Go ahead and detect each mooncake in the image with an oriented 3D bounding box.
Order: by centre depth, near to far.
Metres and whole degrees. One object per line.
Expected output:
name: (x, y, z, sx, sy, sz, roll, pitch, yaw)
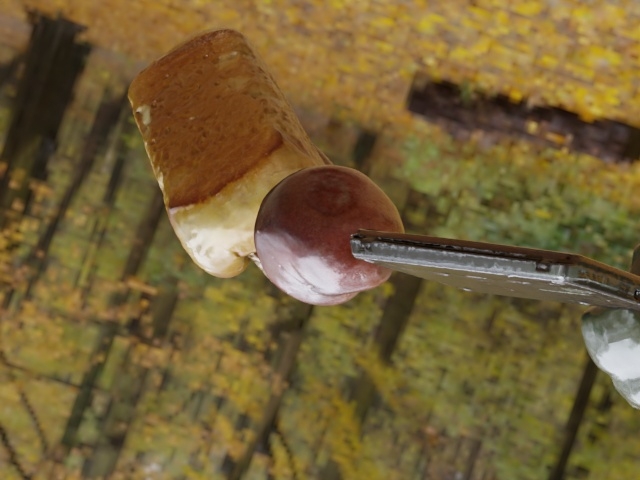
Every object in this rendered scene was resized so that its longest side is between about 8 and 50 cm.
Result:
mooncake: (0.311, 0.067, 1.376, 0.175, 0.168, 0.104, -2, 169, -41)

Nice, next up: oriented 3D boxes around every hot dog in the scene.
hot dog: (-0.092, -0.087, 1.887, 0.223, 0.185, 0.405, 52, -172, -37)

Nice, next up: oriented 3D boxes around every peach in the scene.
peach: (0.000, 0.000, 1.569, 0.152, 0.152, 0.152, 19, 180, 0)

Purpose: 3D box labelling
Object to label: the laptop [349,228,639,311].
laptop: (0.141, 0.026, 1.097, 0.154, 0.026, 0.207, 19, 172, -42)
